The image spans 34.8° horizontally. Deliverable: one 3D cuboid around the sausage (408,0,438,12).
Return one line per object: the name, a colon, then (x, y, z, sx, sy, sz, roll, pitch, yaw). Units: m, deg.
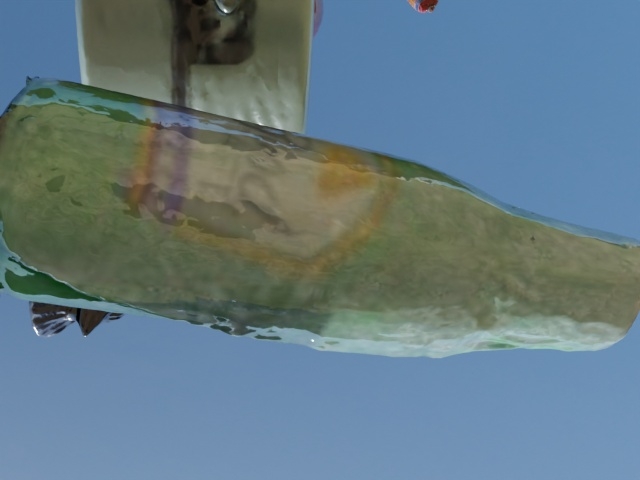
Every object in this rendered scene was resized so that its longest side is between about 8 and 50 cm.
sausage: (0.103, -0.322, 1.242, 0.034, 0.034, 0.129, -19, -118, -27)

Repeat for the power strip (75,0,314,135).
power strip: (-0.095, -0.201, 0.798, 0.161, 0.357, 0.358, 1, -95, -5)

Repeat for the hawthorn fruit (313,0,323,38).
hawthorn fruit: (-0.113, -0.330, 1.400, 0.210, 0.262, 0.211, 0, -92, 16)

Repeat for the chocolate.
chocolate: (0.000, 0.000, 0.465, 0.291, 0.110, 0.110, 10, -100, -3)

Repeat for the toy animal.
toy animal: (-0.248, 0.001, 1.268, 0.185, 0.122, 0.298, 22, -127, 4)
